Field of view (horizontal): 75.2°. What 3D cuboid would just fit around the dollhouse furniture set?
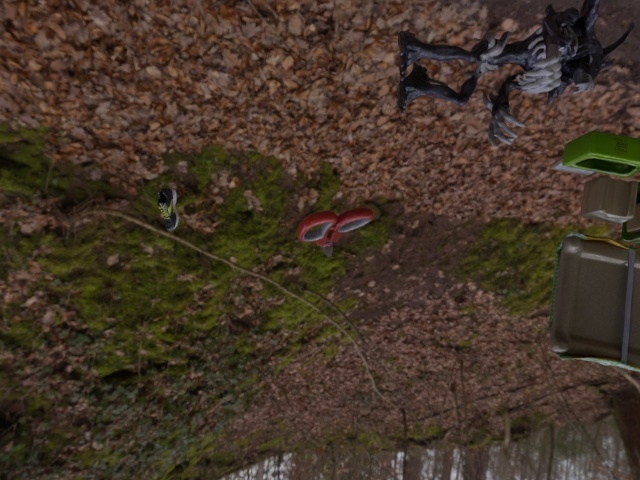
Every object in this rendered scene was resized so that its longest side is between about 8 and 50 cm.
[{"bbox_3d":[0.410,0.028,0.588,0.197,0.302,0.151,12,172,4],"label":"dollhouse furniture set"}]

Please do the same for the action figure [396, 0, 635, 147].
[{"bbox_3d":[0.234,-0.199,0.509,0.275,0.141,0.164,0,156,9],"label":"action figure"}]

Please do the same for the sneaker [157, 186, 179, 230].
[{"bbox_3d":[-0.293,-0.060,0.786,0.031,0.083,0.035,-4,-178,23],"label":"sneaker"}]

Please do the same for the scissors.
[{"bbox_3d":[0.000,0.000,0.676,0.109,0.021,0.297,-12,169,-15],"label":"scissors"}]
